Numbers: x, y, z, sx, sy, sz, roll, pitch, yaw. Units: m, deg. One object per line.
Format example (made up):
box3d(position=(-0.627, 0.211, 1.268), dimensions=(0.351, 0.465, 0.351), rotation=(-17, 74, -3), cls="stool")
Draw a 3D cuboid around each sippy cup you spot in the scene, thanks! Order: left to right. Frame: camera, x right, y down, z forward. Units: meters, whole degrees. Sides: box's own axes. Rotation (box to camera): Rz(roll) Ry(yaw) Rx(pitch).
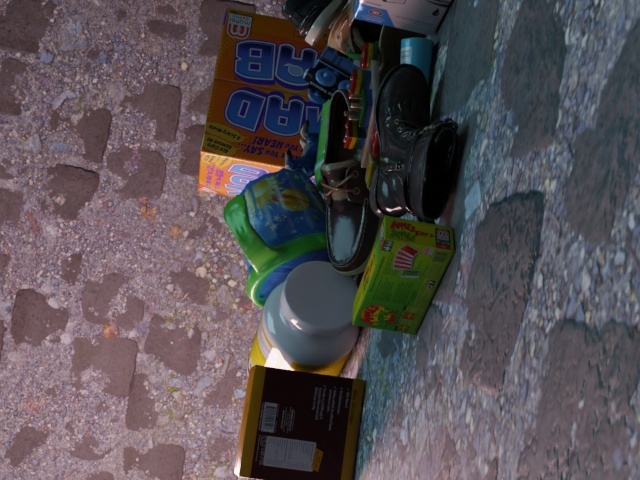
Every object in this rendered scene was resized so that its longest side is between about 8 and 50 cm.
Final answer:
box3d(position=(-0.063, -0.013, 1.810), dimensions=(0.305, 0.240, 0.224), rotation=(86, 163, -61), cls="sippy cup")

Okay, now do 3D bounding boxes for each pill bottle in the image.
box3d(position=(-0.029, 0.185, 1.738), dimensions=(0.334, 0.188, 0.188), rotation=(111, 167, -54), cls="pill bottle")

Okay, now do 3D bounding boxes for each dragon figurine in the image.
box3d(position=(-0.001, -0.163, 1.948), dimensions=(0.289, 0.144, 0.085), rotation=(-59, -7, -23), cls="dragon figurine")

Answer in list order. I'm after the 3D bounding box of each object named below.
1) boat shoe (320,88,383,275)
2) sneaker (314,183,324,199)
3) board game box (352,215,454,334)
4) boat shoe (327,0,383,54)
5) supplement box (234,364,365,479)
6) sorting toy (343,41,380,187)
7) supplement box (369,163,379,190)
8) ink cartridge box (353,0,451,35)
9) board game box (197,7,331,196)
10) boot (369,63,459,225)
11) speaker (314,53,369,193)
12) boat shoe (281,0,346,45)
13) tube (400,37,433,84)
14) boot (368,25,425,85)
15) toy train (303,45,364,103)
box3d(position=(0.043, -0.110, 1.624), dimensions=(0.123, 0.123, 0.342), rotation=(-4, 72, 38), cls="boat shoe")
box3d(position=(0.000, 0.000, 2.066), dimensions=(0.107, 0.110, 0.275), rotation=(-131, 50, -81), cls="sneaker")
box3d(position=(0.108, 0.050, 1.210), dimensions=(0.181, 0.092, 0.043), rotation=(107, 171, -45), cls="board game box")
box3d(position=(0.087, -0.436, 1.910), dimensions=(0.341, 0.122, 0.110), rotation=(111, 168, -51), cls="boat shoe")
box3d(position=(-0.039, 0.328, 1.584), dimensions=(0.129, 0.194, 0.191), rotation=(129, 150, -76), cls="supplement box")
box3d(position=(0.067, -0.208, 1.513), dimensions=(0.132, 0.046, 0.274), rotation=(100, 173, -46), cls="sorting toy")
box3d(position=(0.113, -0.094, 1.483), dimensions=(0.098, 0.062, 0.036), rotation=(-101, 23, -69), cls="supplement box")
box3d(position=(0.139, -0.413, 1.387), dimensions=(0.190, 0.140, 0.082), rotation=(117, 162, -68), cls="ink cartridge box")
box3d(position=(-0.095, -0.301, 2.213), dimensions=(0.356, 0.356, 0.356), rotation=(129, 150, -76), cls="board game box")
box3d(position=(0.145, -0.141, 1.281), dimensions=(0.229, 0.091, 0.263), rotation=(170, 105, -77), cls="boot")
box3d(position=(0.059, -0.235, 1.856), dimensions=(0.131, 0.131, 0.296), rotation=(113, 165, -61), cls="speaker")
box3d(position=(-0.002, -0.537, 1.980), dimensions=(0.127, 0.113, 0.340), rotation=(-55, 4, 41), cls="boat shoe")
box3d(position=(0.148, -0.219, 1.452), dimensions=(0.080, 0.052, 0.207), rotation=(-136, 50, -87), cls="tube")
box3d(position=(0.133, -0.344, 1.620), dimensions=(0.165, 0.077, 0.213), rotation=(-94, 14, -71), cls="boot")
box3d(position=(0.058, -0.299, 1.770), dimensions=(0.105, 0.184, 0.080), rotation=(-62, 1, -36), cls="toy train")
